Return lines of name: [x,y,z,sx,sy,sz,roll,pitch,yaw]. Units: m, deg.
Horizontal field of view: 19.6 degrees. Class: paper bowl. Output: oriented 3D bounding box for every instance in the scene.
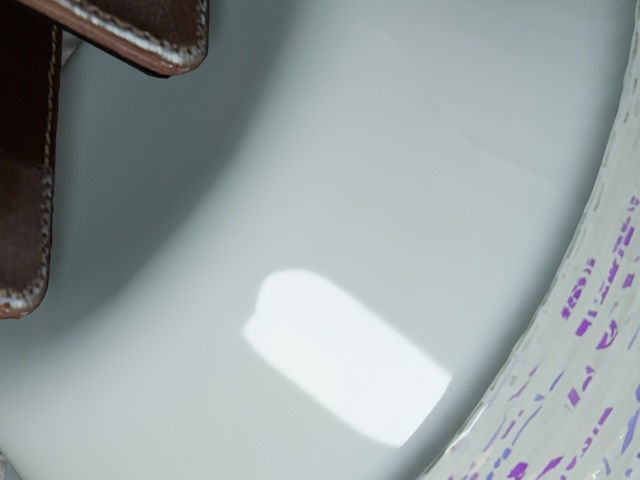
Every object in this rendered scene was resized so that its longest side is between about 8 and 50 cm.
paper bowl: [0.000,0.000,0.566,0.148,0.284,0.284,33,127,-27]

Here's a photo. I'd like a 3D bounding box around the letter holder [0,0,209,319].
letter holder: [-0.141,-0.143,0.452,0.302,0.214,0.152,33,127,-32]
